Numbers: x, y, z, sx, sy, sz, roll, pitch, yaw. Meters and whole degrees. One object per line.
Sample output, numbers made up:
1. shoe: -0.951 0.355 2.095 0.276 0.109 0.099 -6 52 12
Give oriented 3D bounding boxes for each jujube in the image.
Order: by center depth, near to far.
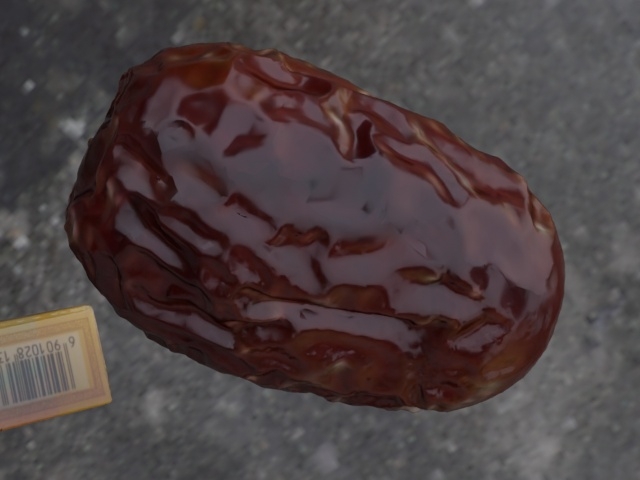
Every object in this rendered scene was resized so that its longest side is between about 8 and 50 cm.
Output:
1. jujube: 0.000 0.000 0.691 0.176 0.112 0.109 23 72 -8

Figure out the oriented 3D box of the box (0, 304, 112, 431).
1. box: -0.303 0.109 1.327 0.274 0.174 0.076 -11 88 -46
